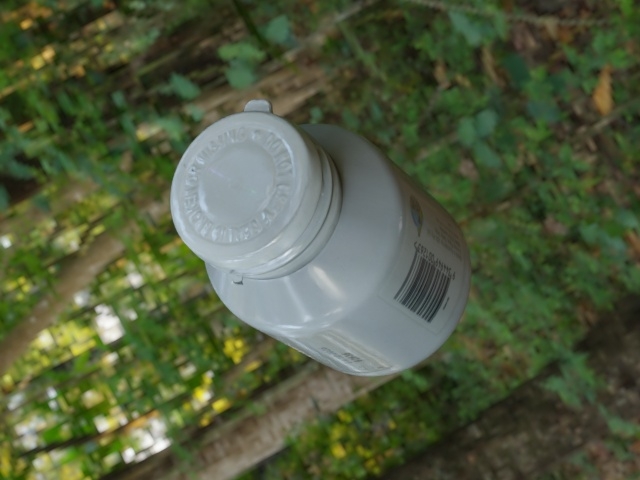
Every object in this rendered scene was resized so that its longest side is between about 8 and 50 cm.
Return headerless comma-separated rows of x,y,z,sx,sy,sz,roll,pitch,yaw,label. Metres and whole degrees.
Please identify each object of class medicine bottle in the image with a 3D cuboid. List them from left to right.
0.000,0.000,0.885,0.135,0.135,0.215,60,-167,30,medicine bottle
